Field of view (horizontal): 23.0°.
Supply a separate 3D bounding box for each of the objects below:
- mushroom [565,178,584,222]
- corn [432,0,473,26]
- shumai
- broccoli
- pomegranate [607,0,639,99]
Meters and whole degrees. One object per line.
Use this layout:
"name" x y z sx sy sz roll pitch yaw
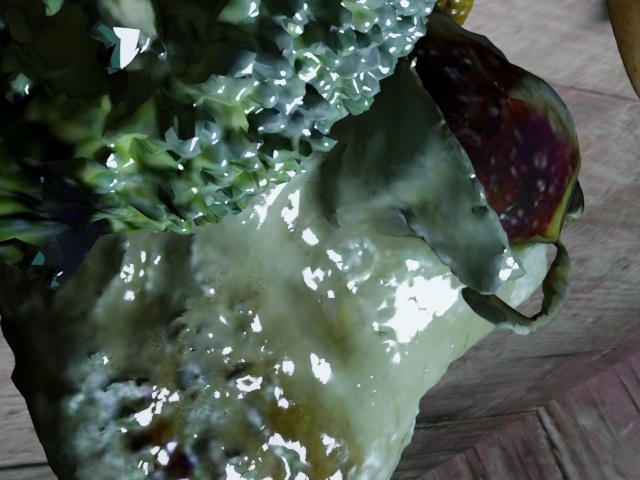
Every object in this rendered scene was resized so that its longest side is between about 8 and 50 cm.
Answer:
"mushroom" 0.077 -0.019 1.473 0.344 0.130 0.247 -23 177 3
"corn" 0.040 -0.139 1.135 0.102 0.102 0.313 -17 161 -17
"shumai" 0.000 0.000 0.989 0.348 0.395 0.395 -23 161 9
"broccoli" -0.076 -0.144 0.686 0.277 0.338 0.317 -37 143 10
"pomegranate" 0.336 -0.190 1.055 0.319 0.319 0.319 -20 161 -8
